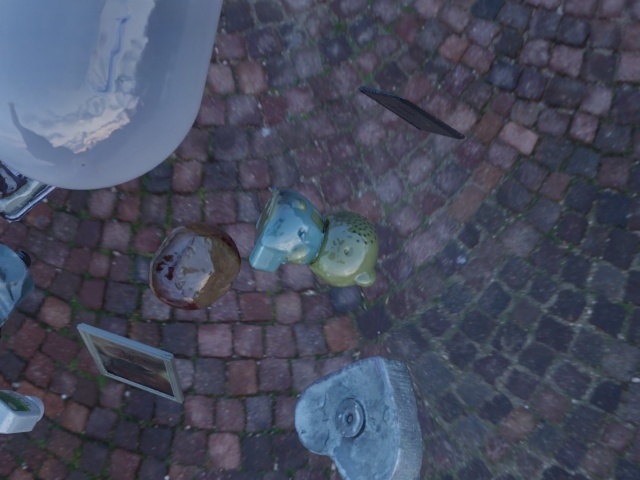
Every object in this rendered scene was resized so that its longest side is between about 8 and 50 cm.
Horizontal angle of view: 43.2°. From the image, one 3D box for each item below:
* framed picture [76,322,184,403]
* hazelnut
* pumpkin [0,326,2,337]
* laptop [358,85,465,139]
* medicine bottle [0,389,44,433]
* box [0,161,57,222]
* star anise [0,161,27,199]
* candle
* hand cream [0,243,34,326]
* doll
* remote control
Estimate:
[{"bbox_3d":[-0.412,0.275,1.786,0.211,0.289,0.020,19,62,6],"label":"framed picture"},{"bbox_3d":[-0.209,0.037,1.308,0.143,0.143,0.154,40,75,7],"label":"hazelnut"},{"bbox_3d":[-0.516,0.097,1.035,0.223,0.157,0.224,6,117,11],"label":"pumpkin"},{"bbox_3d":[0.177,-0.243,1.558,0.135,0.197,0.016,27,94,51],"label":"laptop"},{"bbox_3d":[-0.703,0.387,1.834,0.119,0.183,0.069,26,84,14],"label":"medicine bottle"},{"bbox_3d":[-0.736,-0.219,1.919,0.190,0.112,0.370,-40,48,0],"label":"box"},{"bbox_3d":[-0.458,-0.073,0.945,0.196,0.212,0.073,-1,87,-7],"label":"star anise"},{"bbox_3d":[0.060,0.229,1.051,0.192,0.068,0.168,29,96,42],"label":"candle"},{"bbox_3d":[-0.292,0.075,0.582,0.052,0.248,0.075,-8,116,26],"label":"hand cream"},{"bbox_3d":[0.000,0.000,1.695,0.260,0.177,0.161,21,128,-11],"label":"doll"},{"bbox_3d":[-0.197,-0.202,0.711,0.221,0.103,0.332,6,109,-26],"label":"remote control"}]
